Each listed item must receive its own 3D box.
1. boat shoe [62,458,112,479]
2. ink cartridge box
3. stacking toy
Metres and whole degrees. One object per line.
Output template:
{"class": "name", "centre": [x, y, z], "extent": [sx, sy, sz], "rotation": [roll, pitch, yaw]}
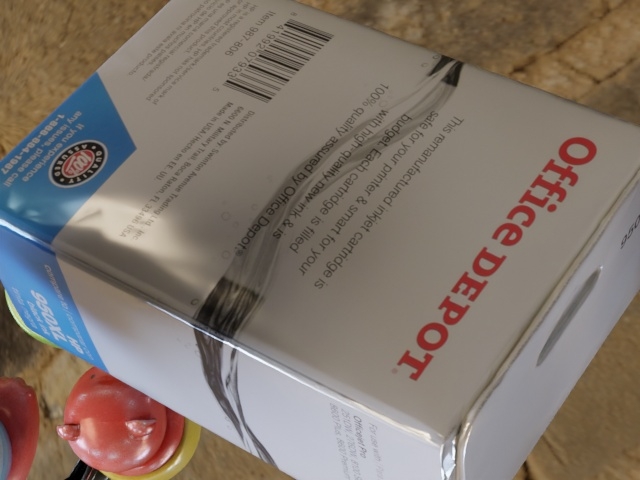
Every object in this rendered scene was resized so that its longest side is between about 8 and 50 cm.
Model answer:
{"class": "boat shoe", "centre": [-0.259, 0.266, 1.340], "extent": [0.042, 0.049, 0.133], "rotation": [33, -76, -27]}
{"class": "ink cartridge box", "centre": [0.000, 0.000, 0.926], "extent": [0.285, 0.395, 0.166], "rotation": [-49, -30, -29]}
{"class": "stacking toy", "centre": [-0.295, 0.123, 1.236], "extent": [0.309, 0.130, 0.280], "rotation": [-17, -100, 6]}
